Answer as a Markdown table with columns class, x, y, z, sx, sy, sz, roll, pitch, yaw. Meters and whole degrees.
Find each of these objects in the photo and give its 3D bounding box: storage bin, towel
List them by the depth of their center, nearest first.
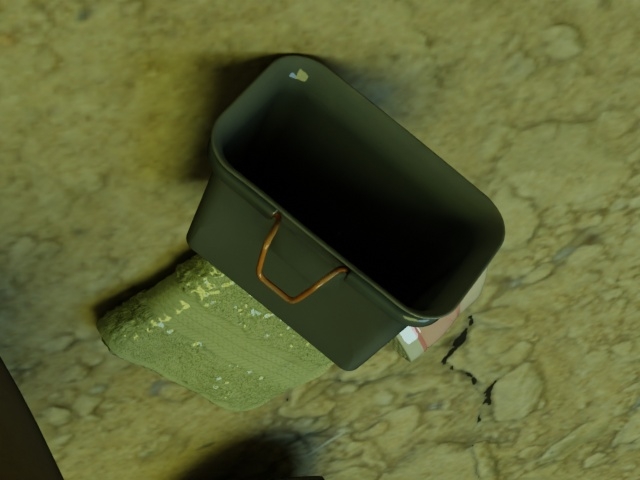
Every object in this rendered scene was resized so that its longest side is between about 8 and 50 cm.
| class | x | y | z | sx | sy | sz | roll | pitch | yaw |
| --- | --- | --- | --- | --- | --- | --- | --- | --- | --- |
| storage bin | 0.000 | 0.000 | 0.737 | 0.098 | 0.135 | 0.091 | -50 | 177 | -38 |
| towel | -0.042 | 0.050 | 0.874 | 0.110 | 0.027 | 0.148 | -34 | 143 | 17 |

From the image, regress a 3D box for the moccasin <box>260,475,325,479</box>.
| class | x | y | z | sx | sy | sz | roll | pitch | yaw |
| --- | --- | --- | --- | --- | --- | --- | --- | --- | --- |
| moccasin | -0.089 | 0.294 | 1.062 | 0.139 | 0.147 | 0.380 | 10 | 132 | -43 |

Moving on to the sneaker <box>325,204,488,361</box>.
| class | x | y | z | sx | sy | sz | roll | pitch | yaw |
| --- | --- | --- | --- | --- | --- | --- | --- | --- | --- |
| sneaker | 0.046 | 0.003 | 0.841 | 0.070 | 0.051 | 0.134 | -38 | 134 | -6 |

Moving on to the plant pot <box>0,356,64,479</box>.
| class | x | y | z | sx | sy | sz | roll | pitch | yaw |
| --- | --- | --- | --- | --- | --- | --- | --- | --- | --- |
| plant pot | -0.213 | 0.151 | 0.750 | 0.263 | 0.229 | 0.263 | -13 | 143 | -10 |
